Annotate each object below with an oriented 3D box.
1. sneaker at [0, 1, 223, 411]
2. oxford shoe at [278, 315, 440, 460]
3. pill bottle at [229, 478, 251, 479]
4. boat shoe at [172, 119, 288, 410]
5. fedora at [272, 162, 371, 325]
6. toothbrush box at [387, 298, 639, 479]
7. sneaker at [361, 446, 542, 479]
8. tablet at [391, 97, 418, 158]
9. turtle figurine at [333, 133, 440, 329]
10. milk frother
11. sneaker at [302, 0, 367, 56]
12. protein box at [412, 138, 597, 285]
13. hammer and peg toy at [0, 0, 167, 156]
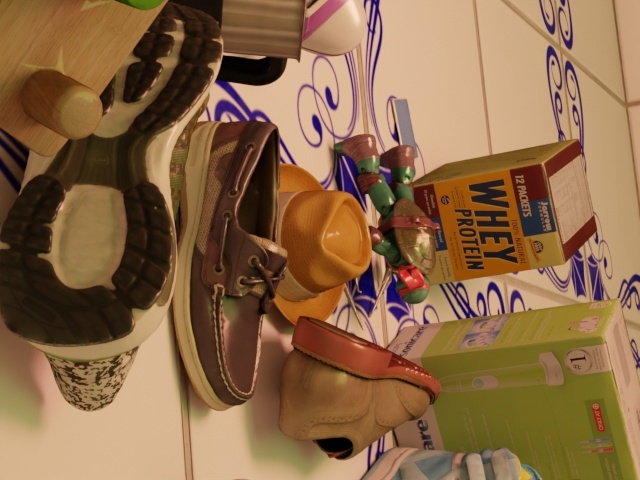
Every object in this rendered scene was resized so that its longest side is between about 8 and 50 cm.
[{"bbox_3d":[-0.176,-0.037,1.259,0.182,0.158,0.410,101,-1,-49],"label":"sneaker"},{"bbox_3d":[0.031,0.170,1.652,0.130,0.123,0.348,-66,154,-3],"label":"oxford shoe"},{"bbox_3d":[-0.097,0.254,1.332,0.137,0.078,0.078,3,79,-66],"label":"pill bottle"},{"bbox_3d":[-0.077,0.016,1.447,0.103,0.092,0.285,35,50,-58],"label":"boat shoe"},{"bbox_3d":[0.000,0.000,1.626,0.194,0.079,0.194,30,54,-52],"label":"fedora"},{"bbox_3d":[0.236,0.200,1.840,0.122,0.283,0.206,-46,122,-62],"label":"toothbrush box"},{"bbox_3d":[0.133,0.312,1.661,0.319,0.208,0.127,-50,127,-59],"label":"sneaker"},{"bbox_3d":[0.112,-0.148,2.039,0.054,0.006,0.083,-15,94,-66],"label":"tablet"},{"bbox_3d":[0.082,-0.003,1.798,0.175,0.118,0.234,30,49,-60],"label":"turtle figurine"},{"bbox_3d":[-0.081,-0.235,1.483,0.129,0.134,0.143,103,-8,-67],"label":"milk frother"},{"bbox_3d":[-0.037,-0.286,1.522,0.282,0.102,0.161,46,-7,-24],"label":"sneaker"},{"bbox_3d":[0.242,-0.039,2.047,0.201,0.199,0.136,-30,108,-65],"label":"protein box"},{"bbox_3d":[-0.224,-0.175,0.957,0.266,0.127,0.361,40,83,-40],"label":"hammer and peg toy"}]
